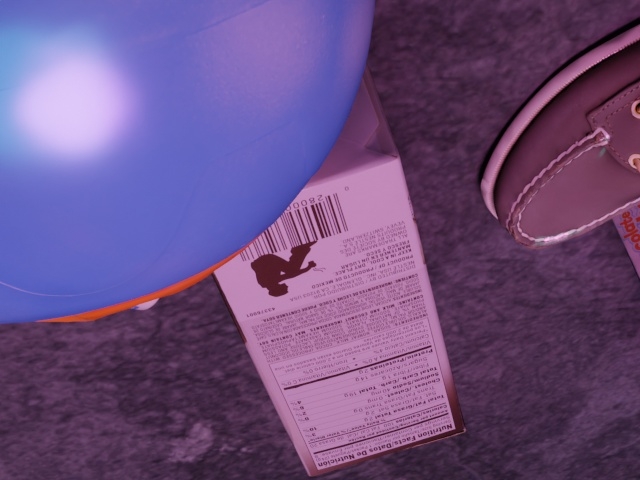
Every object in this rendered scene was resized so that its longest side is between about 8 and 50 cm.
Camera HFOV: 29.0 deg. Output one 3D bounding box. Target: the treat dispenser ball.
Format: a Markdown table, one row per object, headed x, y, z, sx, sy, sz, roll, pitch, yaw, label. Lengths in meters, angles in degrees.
| x | y | z | sx | sy | sz | roll | pitch | yaw | label |
| --- | --- | --- | --- | --- | --- | --- | --- | --- | --- |
| -0.121 | -0.108 | 0.510 | 0.288 | 0.288 | 0.288 | -9 | 141 | -8 | treat dispenser ball |

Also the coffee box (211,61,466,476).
| x | y | z | sx | sy | sz | roll | pitch | yaw | label |
| --- | --- | --- | --- | --- | --- | --- | --- | --- | --- |
| 0.000 | 0.000 | 0.779 | 0.119 | 0.168 | 0.297 | -17 | 142 | 2 | coffee box |

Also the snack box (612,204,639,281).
| x | y | z | sx | sy | sz | roll | pitch | yaw | label |
| --- | --- | --- | --- | --- | --- | --- | --- | --- | --- |
| 0.325 | 0.101 | 0.994 | 0.060 | 0.187 | 0.322 | -27 | 140 | 14 | snack box |

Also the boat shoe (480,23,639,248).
| x | y | z | sx | sy | sz | roll | pitch | yaw | label |
| --- | --- | --- | --- | --- | --- | --- | --- | --- | --- |
| 0.246 | -0.087 | 0.811 | 0.324 | 0.096 | 0.116 | -37 | 137 | 24 | boat shoe |

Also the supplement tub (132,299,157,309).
| x | y | z | sx | sy | sz | roll | pitch | yaw | label |
| --- | --- | --- | --- | --- | --- | --- | --- | --- | --- |
| -0.157 | 0.006 | 0.810 | 0.107 | 0.071 | 0.071 | 10 | 135 | -28 | supplement tub |
